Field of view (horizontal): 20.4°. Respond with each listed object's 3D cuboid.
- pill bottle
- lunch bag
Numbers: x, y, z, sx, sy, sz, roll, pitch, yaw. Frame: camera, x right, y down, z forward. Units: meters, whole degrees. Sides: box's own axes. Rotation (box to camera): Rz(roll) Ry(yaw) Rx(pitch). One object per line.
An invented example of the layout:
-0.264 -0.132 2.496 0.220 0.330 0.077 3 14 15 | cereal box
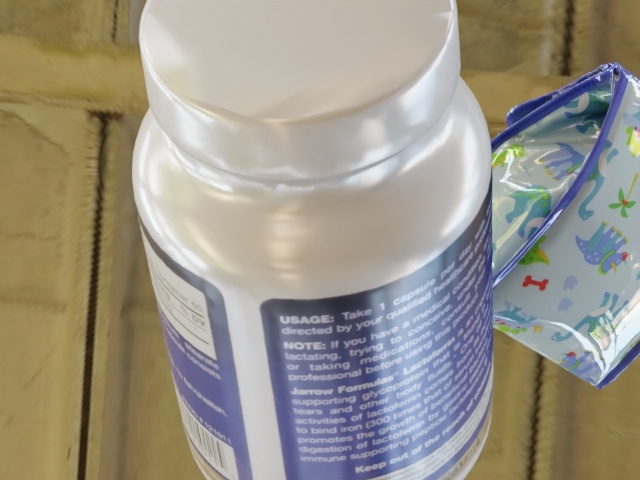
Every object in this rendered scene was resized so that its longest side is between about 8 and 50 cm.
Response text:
0.000 0.000 0.783 0.153 0.264 0.153 -3 -132 3 | pill bottle
0.149 -0.014 0.979 0.129 0.096 0.151 29 -70 -39 | lunch bag
